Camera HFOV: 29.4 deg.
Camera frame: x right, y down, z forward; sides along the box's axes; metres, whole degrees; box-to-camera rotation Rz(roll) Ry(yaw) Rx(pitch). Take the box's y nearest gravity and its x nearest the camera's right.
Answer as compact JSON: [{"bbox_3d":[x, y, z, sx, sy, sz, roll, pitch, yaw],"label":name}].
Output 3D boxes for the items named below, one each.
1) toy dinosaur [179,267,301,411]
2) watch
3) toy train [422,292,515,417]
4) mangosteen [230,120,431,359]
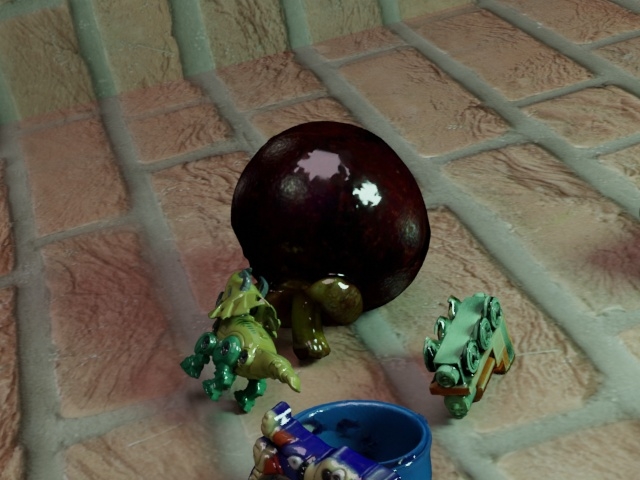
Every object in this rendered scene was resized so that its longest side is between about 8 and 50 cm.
[{"bbox_3d":[-0.092,0.149,1.560,0.094,0.153,0.259,20,19,-33],"label":"toy dinosaur"},{"bbox_3d":[0.036,0.251,1.300,0.196,0.171,0.200,24,30,33],"label":"watch"},{"bbox_3d":[0.184,0.142,1.497,0.074,0.118,0.176,-4,30,27],"label":"toy train"},{"bbox_3d":[0.003,-0.016,1.701,0.293,0.297,0.297,-42,32,-6],"label":"mangosteen"}]
